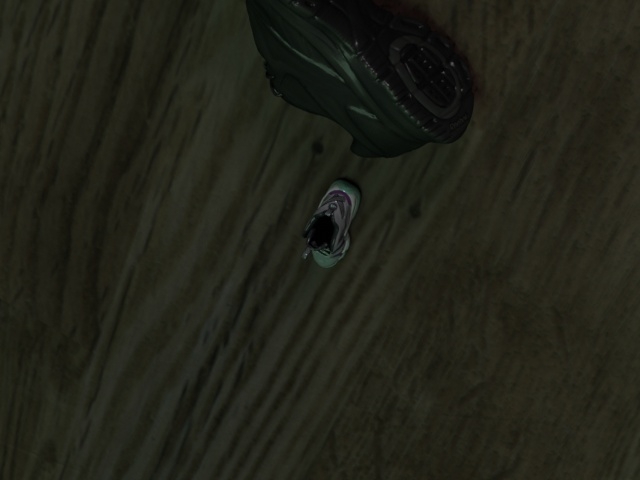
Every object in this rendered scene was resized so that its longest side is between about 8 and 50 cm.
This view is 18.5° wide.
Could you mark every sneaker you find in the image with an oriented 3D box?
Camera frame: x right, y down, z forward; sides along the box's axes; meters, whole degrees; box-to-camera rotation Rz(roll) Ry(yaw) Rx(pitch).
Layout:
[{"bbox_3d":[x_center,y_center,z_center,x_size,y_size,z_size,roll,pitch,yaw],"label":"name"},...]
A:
[{"bbox_3d":[-0.012,-0.169,1.539,0.286,0.109,0.130,50,140,-12],"label":"sneaker"},{"bbox_3d":[0.000,0.000,1.693,0.038,0.069,0.098,23,134,12],"label":"sneaker"}]
